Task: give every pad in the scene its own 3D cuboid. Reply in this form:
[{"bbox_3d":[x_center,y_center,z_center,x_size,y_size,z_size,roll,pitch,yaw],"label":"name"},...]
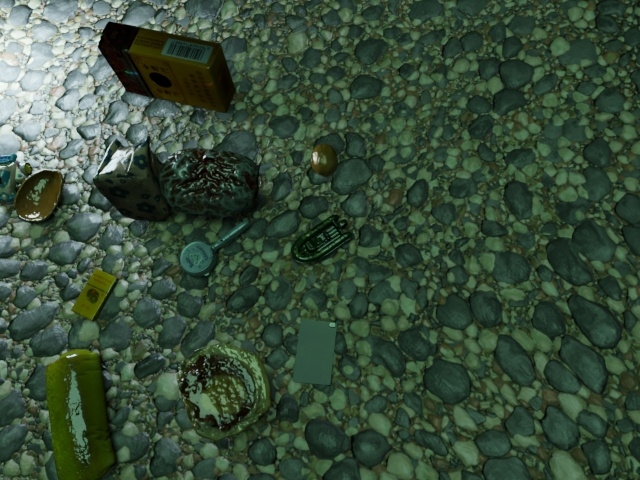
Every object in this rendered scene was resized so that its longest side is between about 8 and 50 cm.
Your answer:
[{"bbox_3d":[-0.016,0.335,1.662,0.116,0.004,0.193,5,71,8],"label":"pad"}]

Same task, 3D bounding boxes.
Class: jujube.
[{"bbox_3d":[-0.348,-0.187,1.774,0.317,0.226,0.226,1,70,4],"label":"jujube"}]

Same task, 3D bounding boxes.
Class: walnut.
[{"bbox_3d":[0.012,-0.280,1.861,0.091,0.052,0.121,-6,71,0],"label":"walnut"}]

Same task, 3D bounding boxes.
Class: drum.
[{"bbox_3d":[-0.329,0.034,1.778,0.253,0.049,0.130,-23,69,-3],"label":"drum"}]

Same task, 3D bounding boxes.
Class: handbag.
[{"bbox_3d":[-0.592,-0.202,1.791,0.190,0.251,0.193,1,60,14],"label":"handbag"}]

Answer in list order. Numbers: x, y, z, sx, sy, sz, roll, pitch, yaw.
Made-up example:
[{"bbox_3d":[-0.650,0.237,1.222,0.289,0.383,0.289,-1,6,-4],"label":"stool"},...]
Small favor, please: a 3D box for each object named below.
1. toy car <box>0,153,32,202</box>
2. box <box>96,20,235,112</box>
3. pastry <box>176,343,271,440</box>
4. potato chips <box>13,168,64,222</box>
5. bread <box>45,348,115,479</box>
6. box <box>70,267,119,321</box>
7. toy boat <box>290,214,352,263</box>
[{"bbox_3d":[-1.095,-0.218,1.918,0.126,0.098,0.161,-2,68,7],"label":"toy car"},{"bbox_3d":[-0.527,-0.597,1.919,0.415,0.264,0.115,14,72,8],"label":"box"},{"bbox_3d":[-0.274,0.432,1.572,0.237,0.170,0.256,-15,63,-22],"label":"pastry"},{"bbox_3d":[-0.966,-0.152,1.907,0.150,0.049,0.201,9,69,5],"label":"potato chips"},{"bbox_3d":[-0.709,0.507,1.606,0.166,0.112,0.383,-17,70,-1],"label":"bread"},{"bbox_3d":[-0.726,0.175,1.779,0.087,0.023,0.155,23,74,10],"label":"box"},{"bbox_3d":[0.000,0.000,1.758,0.210,0.052,0.104,-33,73,-8],"label":"toy boat"}]
